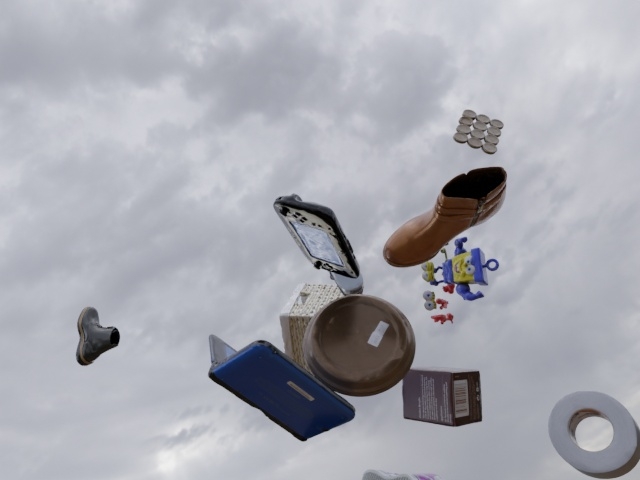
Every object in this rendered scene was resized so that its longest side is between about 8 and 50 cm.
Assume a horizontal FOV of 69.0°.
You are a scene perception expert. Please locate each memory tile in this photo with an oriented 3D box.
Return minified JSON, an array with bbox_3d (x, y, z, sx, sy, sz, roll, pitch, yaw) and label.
[{"bbox_3d":[0.400,-0.276,1.179,0.113,0.148,0.012,23,-38,9],"label":"memory tile"}]

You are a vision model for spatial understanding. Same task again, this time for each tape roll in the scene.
[{"bbox_3d":[0.756,0.534,1.289,0.219,0.219,0.072,-39,-52,15],"label":"tape roll"}]

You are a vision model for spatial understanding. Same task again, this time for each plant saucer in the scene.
[{"bbox_3d":[0.093,0.241,1.139,0.278,0.278,0.041,-18,-40,-9],"label":"plant saucer"}]

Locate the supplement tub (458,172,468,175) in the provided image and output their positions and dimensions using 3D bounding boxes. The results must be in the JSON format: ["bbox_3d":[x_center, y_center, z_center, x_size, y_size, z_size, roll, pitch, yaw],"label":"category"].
[{"bbox_3d":[0.417,-0.132,1.266,0.107,0.071,0.071,25,-59,-22],"label":"supplement tub"}]

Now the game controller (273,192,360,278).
[{"bbox_3d":[0.000,0.000,1.147,0.067,0.166,0.319,-54,-32,-16],"label":"game controller"}]

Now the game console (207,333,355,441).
[{"bbox_3d":[-0.096,0.302,1.058,0.250,0.173,0.293,-35,-65,29],"label":"game console"}]

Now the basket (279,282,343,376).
[{"bbox_3d":[0.012,0.373,1.912,0.267,0.328,0.331,-4,-73,14],"label":"basket"}]

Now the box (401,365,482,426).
[{"bbox_3d":[0.401,0.509,1.544,0.167,0.168,0.203,10,-14,-41],"label":"box"}]

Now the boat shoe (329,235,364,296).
[{"bbox_3d":[0.074,0.085,1.595,0.113,0.306,0.105,-22,-43,-10],"label":"boat shoe"}]

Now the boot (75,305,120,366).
[{"bbox_3d":[-0.672,0.272,1.435,0.137,0.197,0.077,-29,-35,13],"label":"boot"}]

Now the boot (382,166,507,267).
[{"bbox_3d":[0.254,-0.044,0.967,0.284,0.109,0.220,-22,-17,6],"label":"boot"}]

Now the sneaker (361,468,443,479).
[{"bbox_3d":[0.249,0.735,1.378,0.161,0.102,0.282,13,-25,-28],"label":"sneaker"}]

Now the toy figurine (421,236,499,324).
[{"bbox_3d":[0.459,0.074,1.468,0.217,0.362,0.191,-17,-30,38],"label":"toy figurine"}]

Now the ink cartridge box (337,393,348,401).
[{"bbox_3d":[0.049,0.543,1.605,0.048,0.083,0.028,43,-111,-23],"label":"ink cartridge box"}]
